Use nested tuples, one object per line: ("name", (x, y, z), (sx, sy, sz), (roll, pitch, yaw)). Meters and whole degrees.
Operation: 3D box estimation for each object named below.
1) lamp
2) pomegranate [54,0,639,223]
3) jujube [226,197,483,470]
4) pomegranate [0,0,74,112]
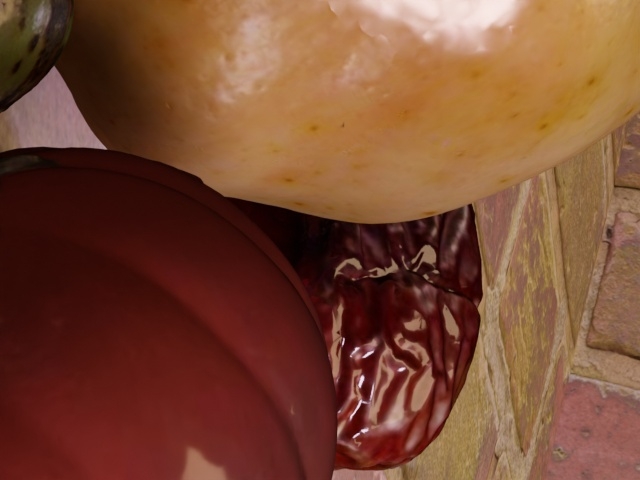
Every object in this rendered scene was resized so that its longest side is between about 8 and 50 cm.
("lamp", (-0.132, 0.100, 0.732), (0.257, 0.303, 0.303), (49, 35, -12))
("pomegranate", (0.023, -0.203, 0.962), (0.411, 0.411, 0.412), (8, 90, -74))
("jujube", (0.000, 0.000, 1.284), (0.216, 0.216, 0.342), (67, 27, -61))
("pomegranate", (-0.170, -0.121, 0.755), (0.148, 0.148, 0.169), (-50, 138, -60))
